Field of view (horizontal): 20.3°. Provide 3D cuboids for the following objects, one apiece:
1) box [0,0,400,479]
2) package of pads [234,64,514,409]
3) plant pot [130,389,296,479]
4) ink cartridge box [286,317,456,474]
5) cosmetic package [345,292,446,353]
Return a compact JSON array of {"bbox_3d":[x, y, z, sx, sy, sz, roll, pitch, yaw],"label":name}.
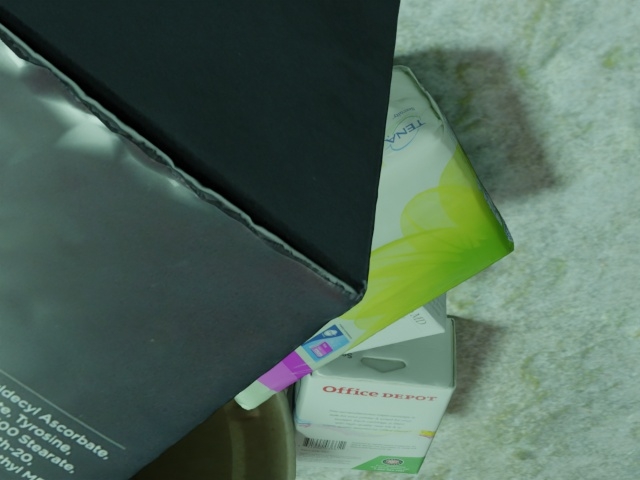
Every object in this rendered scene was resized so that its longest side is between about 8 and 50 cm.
[{"bbox_3d":[-0.212,-0.068,1.087,0.297,0.480,0.471,36,124,-20],"label":"box"},{"bbox_3d":[0.000,0.000,1.558,0.296,0.101,0.229,-32,144,3],"label":"package of pads"},{"bbox_3d":[-0.247,0.231,1.872,0.305,0.334,0.334,-14,146,43],"label":"plant pot"},{"bbox_3d":[0.050,0.162,1.911,0.154,0.093,0.212,5,149,-6],"label":"ink cartridge box"},{"bbox_3d":[-0.002,0.055,1.754,0.231,0.086,0.117,-13,145,25],"label":"cosmetic package"}]
